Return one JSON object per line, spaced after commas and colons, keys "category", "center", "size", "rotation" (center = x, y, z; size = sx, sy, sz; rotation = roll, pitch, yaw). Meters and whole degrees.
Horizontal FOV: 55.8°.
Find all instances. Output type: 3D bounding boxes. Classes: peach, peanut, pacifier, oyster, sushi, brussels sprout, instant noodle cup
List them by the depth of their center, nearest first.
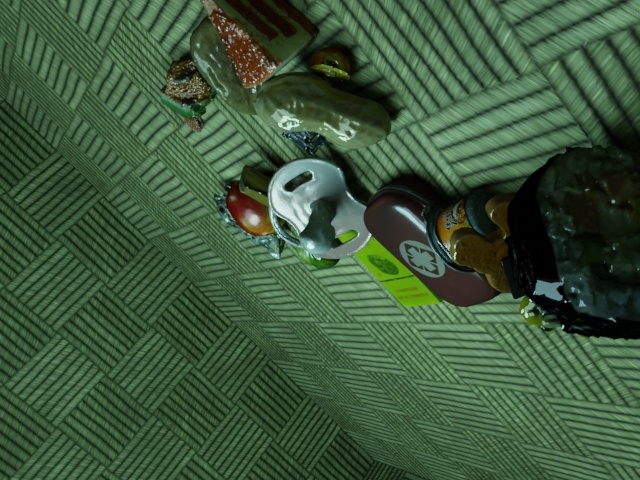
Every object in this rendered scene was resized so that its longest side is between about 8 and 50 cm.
{"category": "sushi", "center": [0.467, 0.030, 1.062], "size": [0.285, 0.329, 0.327], "rotation": [107, 152, -68]}
{"category": "peach", "center": [0.027, -0.384, 1.309], "size": [0.098, 0.061, 0.098], "rotation": [16, 180, 0]}
{"category": "instant noodle cup", "center": [0.344, -0.029, 1.353], "size": [0.208, 0.177, 0.125], "rotation": [27, 144, -15]}
{"category": "peanut", "center": [0.007, -0.290, 1.357], "size": [0.313, 0.149, 0.149], "rotation": [20, 154, -1]}
{"category": "pacifier", "center": [0.000, -0.071, 1.641], "size": [0.332, 0.220, 0.273], "rotation": [51, 168, -23]}
{"category": "brussels sprout", "center": [-0.005, 0.006, 1.887], "size": [0.131, 0.145, 0.183], "rotation": [12, 144, 55]}
{"category": "peach", "center": [-0.204, -0.109, 1.925], "size": [0.193, 0.190, 0.190], "rotation": [18, 148, 31]}
{"category": "oyster", "center": [-0.237, -0.072, 2.103], "size": [0.351, 0.158, 0.162], "rotation": [45, -168, 19]}

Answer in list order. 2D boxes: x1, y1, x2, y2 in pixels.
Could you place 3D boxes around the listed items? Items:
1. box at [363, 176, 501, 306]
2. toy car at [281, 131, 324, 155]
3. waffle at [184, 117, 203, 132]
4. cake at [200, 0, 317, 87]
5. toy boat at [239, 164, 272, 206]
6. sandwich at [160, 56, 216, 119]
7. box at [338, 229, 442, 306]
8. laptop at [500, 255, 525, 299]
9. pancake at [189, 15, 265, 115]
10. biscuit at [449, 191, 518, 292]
{"category": "box", "center": [0.290, 0.012, 1.544], "size": [0.404, 0.108, 0.263], "rotation": [42, 154, -3]}
{"category": "toy car", "center": [-0.035, -0.289, 1.520], "size": [0.097, 0.100, 0.191], "rotation": [36, 174, 6]}
{"category": "waffle", "center": [-0.410, -0.384, 1.942], "size": [0.083, 0.029, 0.075], "rotation": [19, 145, 42]}
{"category": "cake", "center": [-0.132, -0.471, 1.274], "size": [0.160, 0.158, 0.262], "rotation": [9, 140, 41]}
{"category": "toy boat", "center": [-0.090, -0.140, 1.804], "size": [0.321, 0.121, 0.089], "rotation": [25, 154, 0]}
{"category": "sandwich", "center": [-0.401, -0.445, 1.738], "size": [0.185, 0.109, 0.159], "rotation": [22, 152, 32]}
{"category": "box", "center": [0.209, 0.071, 1.823], "size": [0.335, 0.047, 0.187], "rotation": [45, 155, -13]}
{"category": "laptop", "center": [0.486, 0.045, 1.280], "size": [0.016, 0.197, 0.135], "rotation": [-103, -13, -50]}
{"category": "pancake", "center": [-0.230, -0.444, 1.575], "size": [0.295, 0.049, 0.294], "rotation": [33, 154, 18]}
{"category": "biscuit", "center": [0.427, 0.022, 1.286], "size": [0.334, 0.202, 0.047], "rotation": [29, -154, -29]}
